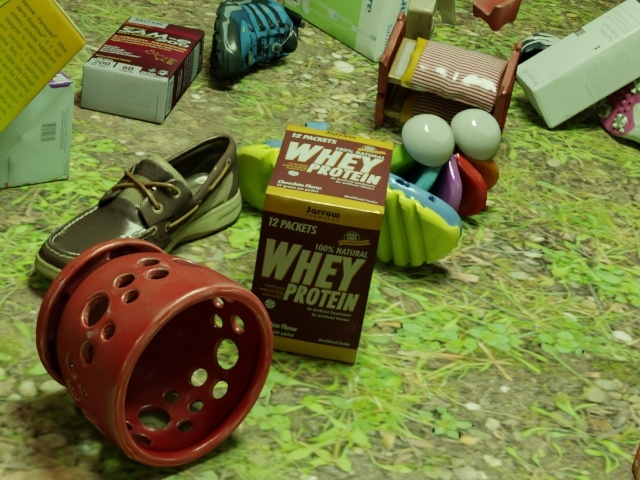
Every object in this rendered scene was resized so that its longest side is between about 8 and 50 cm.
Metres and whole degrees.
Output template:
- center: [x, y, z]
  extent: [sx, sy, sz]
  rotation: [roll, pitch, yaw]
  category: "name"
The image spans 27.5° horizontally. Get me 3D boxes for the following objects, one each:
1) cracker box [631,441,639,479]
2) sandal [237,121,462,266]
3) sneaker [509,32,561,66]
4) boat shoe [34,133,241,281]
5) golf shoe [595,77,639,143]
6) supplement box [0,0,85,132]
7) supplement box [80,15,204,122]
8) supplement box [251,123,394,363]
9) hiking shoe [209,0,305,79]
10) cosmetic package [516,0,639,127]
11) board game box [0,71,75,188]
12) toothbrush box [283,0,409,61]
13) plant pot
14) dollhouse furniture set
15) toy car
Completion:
- center: [0.371, 0.230, 1.233]
  extent: [0.067, 0.156, 0.232]
  rotation: [6, 29, -8]
  category: "cracker box"
- center: [0.048, -0.075, 1.693]
  extent: [0.317, 0.126, 0.138]
  rotation: [26, 47, 23]
  category: "sandal"
- center: [0.434, -0.295, 2.265]
  extent: [0.235, 0.094, 0.153]
  rotation: [24, 33, 24]
  category: "sneaker"
- center: [-0.211, -0.048, 1.582]
  extent: [0.123, 0.123, 0.342]
  rotation: [26, 33, 27]
  category: "boat shoe"
- center: [0.561, -0.188, 2.127]
  extent: [0.140, 0.115, 0.306]
  rotation: [24, 16, -31]
  category: "golf shoe"
- center: [-0.486, -0.196, 1.502]
  extent: [0.194, 0.195, 0.356]
  rotation: [33, 77, 37]
  category: "supplement box"
- center: [-0.269, -0.267, 2.012]
  extent: [0.130, 0.073, 0.239]
  rotation: [12, 28, 4]
  category: "supplement box"
- center: [0.000, 0.000, 1.490]
  extent: [0.129, 0.194, 0.191]
  rotation: [10, 29, 1]
  category: "supplement box"
- center: [-0.103, -0.343, 2.158]
  extent: [0.132, 0.113, 0.304]
  rotation: [10, 29, 2]
  category: "hiking shoe"
- center: [0.445, -0.292, 2.145]
  extent: [0.231, 0.085, 0.117]
  rotation: [-30, 28, 5]
  category: "cosmetic package"
- center: [-0.455, -0.196, 1.751]
  extent: [0.142, 0.144, 0.275]
  rotation: [-12, 35, -33]
  category: "board game box"
- center: [0.072, -0.472, 2.351]
  extent: [0.122, 0.206, 0.283]
  rotation: [-12, 35, -35]
  category: "toothbrush box"
- center: [-0.169, 0.097, 1.270]
  extent: [0.191, 0.191, 0.174]
  rotation: [-18, 36, -40]
  category: "plant pot"
- center: [0.225, -0.332, 2.067]
  extent: [0.201, 0.152, 0.374]
  rotation: [14, 54, 8]
  category: "dollhouse furniture set"
- center: [0.165, -0.090, 1.788]
  extent: [0.182, 0.159, 0.136]
  rotation: [-9, 70, -31]
  category: "toy car"
